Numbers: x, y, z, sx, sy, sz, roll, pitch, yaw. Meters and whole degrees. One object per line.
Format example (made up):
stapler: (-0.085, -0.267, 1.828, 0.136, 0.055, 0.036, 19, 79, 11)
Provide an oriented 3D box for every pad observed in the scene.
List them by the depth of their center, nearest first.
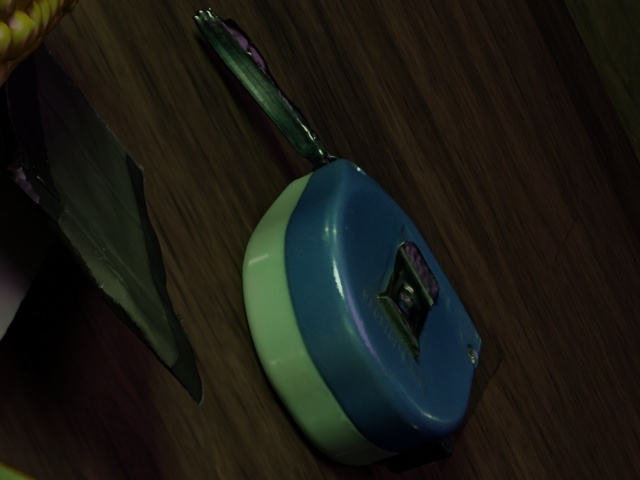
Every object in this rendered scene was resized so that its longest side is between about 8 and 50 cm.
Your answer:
pad: (-0.127, -0.034, 0.725, 0.174, 0.022, 0.233, 57, 5, -38)

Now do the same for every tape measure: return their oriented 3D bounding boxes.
tape measure: (0.000, 0.000, 0.978, 0.351, 0.098, 0.215, 56, 26, -17)

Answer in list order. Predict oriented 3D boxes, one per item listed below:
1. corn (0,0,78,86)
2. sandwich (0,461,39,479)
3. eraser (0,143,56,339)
corn: (-0.158, -0.142, 0.586, 0.130, 0.130, 0.347, 56, 19, -22)
sandwich: (-0.155, 0.168, 0.614, 0.163, 0.113, 0.079, 26, 34, -3)
eraser: (-0.213, -0.055, 0.627, 0.210, 0.068, 0.124, 55, 23, -24)
